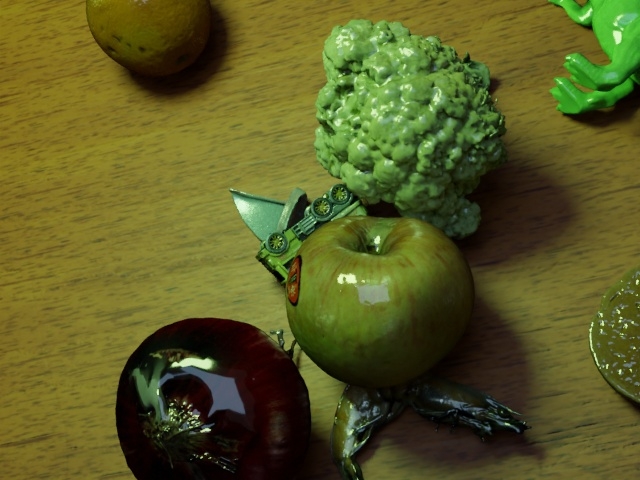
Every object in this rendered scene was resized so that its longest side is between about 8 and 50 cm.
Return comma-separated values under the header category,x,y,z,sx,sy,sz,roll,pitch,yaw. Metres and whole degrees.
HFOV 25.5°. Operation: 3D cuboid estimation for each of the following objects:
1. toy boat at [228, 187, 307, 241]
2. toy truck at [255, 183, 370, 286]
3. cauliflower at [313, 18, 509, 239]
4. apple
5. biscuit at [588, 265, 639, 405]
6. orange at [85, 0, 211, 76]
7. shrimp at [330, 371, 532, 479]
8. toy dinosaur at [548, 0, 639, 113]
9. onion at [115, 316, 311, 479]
category,x,y,z,sx,sy,sz,roll,pitch,yaw
toy boat,-0.084,-0.039,2.042,0.122,0.034,0.096,11,71,32
toy truck,0.000,0.000,1.960,0.169,0.077,0.100,-38,89,-13
cauliflower,0.117,-0.149,1.914,0.260,0.281,0.327,-22,91,10
apple,0.075,0.074,1.807,0.260,0.194,0.261,-4,28,2
biscuit,0.436,0.131,1.767,0.208,0.049,0.181,37,80,30
orange,-0.260,-0.350,2.160,0.206,0.206,0.206,-8,62,15
shrimp,0.129,0.263,1.809,0.262,0.051,0.198,14,76,27
toy dinosaur,0.515,-0.277,1.929,0.500,0.144,0.374,28,63,25
onion,-0.123,0.222,1.838,0.273,0.285,0.273,7,105,28
